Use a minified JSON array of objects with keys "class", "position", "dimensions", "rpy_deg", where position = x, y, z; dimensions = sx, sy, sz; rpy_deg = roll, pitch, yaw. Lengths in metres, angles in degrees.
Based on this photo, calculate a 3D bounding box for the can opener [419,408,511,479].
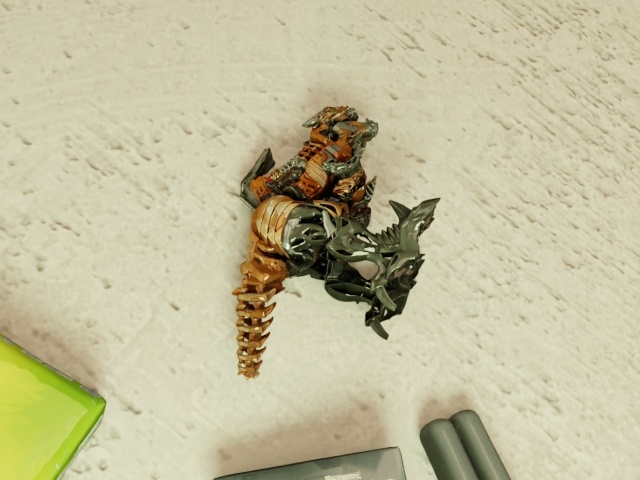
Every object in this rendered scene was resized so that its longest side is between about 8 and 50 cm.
[{"class":"can opener","position":[0.192,0.295,0.728],"dimensions":[0.074,0.093,0.280],"rpy_deg":[-8,57,-32]}]

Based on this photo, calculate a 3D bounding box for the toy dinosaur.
[{"class":"toy dinosaur","position":[0.000,0.000,0.808],"dimensions":[0.219,0.164,0.321],"rpy_deg":[21,84,11]}]

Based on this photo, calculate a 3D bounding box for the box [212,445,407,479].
[{"class":"box","position":[0.006,0.322,0.688],"dimensions":[0.184,0.059,0.232],"rpy_deg":[-11,73,-1]}]

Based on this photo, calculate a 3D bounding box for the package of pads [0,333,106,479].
[{"class":"package of pads","position":[-0.365,0.207,0.643],"dimensions":[0.229,0.101,0.296],"rpy_deg":[33,65,-1]}]
